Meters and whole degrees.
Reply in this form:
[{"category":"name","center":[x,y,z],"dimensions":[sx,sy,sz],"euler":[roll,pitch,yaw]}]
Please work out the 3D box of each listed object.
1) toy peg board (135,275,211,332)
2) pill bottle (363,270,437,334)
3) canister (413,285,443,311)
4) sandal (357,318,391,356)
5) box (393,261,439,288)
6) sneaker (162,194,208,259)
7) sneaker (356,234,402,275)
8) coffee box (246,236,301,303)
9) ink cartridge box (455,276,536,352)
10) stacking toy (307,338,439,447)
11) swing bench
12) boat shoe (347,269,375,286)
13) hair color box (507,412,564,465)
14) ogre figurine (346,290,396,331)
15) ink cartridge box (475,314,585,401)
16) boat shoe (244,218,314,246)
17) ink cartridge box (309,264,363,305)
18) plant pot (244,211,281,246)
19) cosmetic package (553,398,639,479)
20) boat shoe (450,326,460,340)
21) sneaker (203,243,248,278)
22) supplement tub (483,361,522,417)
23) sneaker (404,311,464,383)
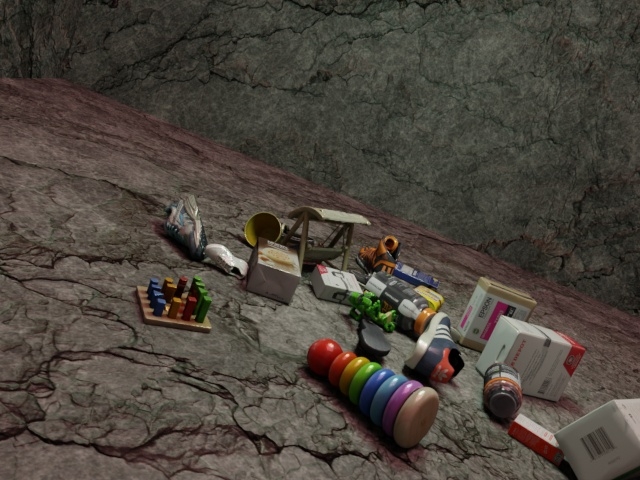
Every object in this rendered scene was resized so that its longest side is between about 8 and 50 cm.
[{"category":"toy peg board","center":[-0.345,0.137,1.457],"dimensions":[0.160,0.079,0.161],"euler":[15,16,-29]},{"category":"pill bottle","center":[0.267,0.212,2.001],"dimensions":[0.245,0.131,0.130],"euler":[34,18,38]},{"category":"canister","center":[0.380,0.225,2.242],"dimensions":[0.126,0.074,0.170],"euler":[28,14,19]},{"category":"sandal","center":[0.146,0.290,1.730],"dimensions":[0.097,0.055,0.254],"euler":[31,5,2]},{"category":"box","center":[0.396,0.152,2.591],"dimensions":[0.225,0.037,0.136],"euler":[24,15,10]},{"category":"sneaker","center":[-0.429,-0.027,1.918],"dimensions":[0.122,0.110,0.283],"euler":[-16,40,-9]},{"category":"sneaker","center":[0.248,0.055,2.430],"dimensions":[0.124,0.180,0.321],"euler":[18,15,-18]},{"category":"coffee box","center":[-0.148,0.088,1.883],"dimensions":[0.141,0.098,0.246],"euler":[20,15,-12]},{"category":"ink cartridge box","center":[0.596,0.270,2.083],"dimensions":[0.193,0.235,0.088],"euler":[19,14,-12]},{"category":"stacking toy","center":[0.100,0.329,1.389],"dimensions":[0.330,0.141,0.141],"euler":[25,13,37]},{"category":"swing bench","center":[0.000,0.000,2.105],"dimensions":[0.253,0.255,0.165],"euler":[7,21,-47]},{"category":"boat shoe","center":[0.201,0.148,2.257],"dimensions":[0.206,0.065,0.075],"euler":[26,15,12]},{"category":"hair color box","center":[0.561,0.511,1.561],"dimensions":[0.141,0.043,0.072],"euler":[30,17,27]},{"category":"ogre figurine","center":[0.151,0.213,1.887],"dimensions":[0.118,0.097,0.197],"euler":[24,5,43]},{"category":"ink cartridge box","center":[0.650,0.369,1.890],"dimensions":[0.272,0.197,0.114],"euler":[17,14,-23]},{"category":"boat shoe","center":[-0.149,-0.024,2.286],"dimensions":[0.285,0.093,0.103],"euler":[27,15,14]},{"category":"ink cartridge box","center":[0.052,0.149,2.002],"dimensions":[0.150,0.063,0.109],"euler":[15,28,-27]},{"category":"plant pot","center":[-0.198,-0.024,2.192],"dimensions":[0.134,0.134,0.095],"euler":[27,-10,16]},{"category":"cosmetic package","center":[0.787,0.506,1.539],"dimensions":[0.365,0.197,0.155],"euler":[11,44,-39]},{"category":"boat shoe","center":[0.424,0.305,2.086],"dimensions":[0.125,0.046,0.038],"euler":[19,17,20]},{"category":"sneaker","center":[-0.284,0.063,1.829],"dimensions":[0.152,0.054,0.061],"euler":[32,22,-15]},{"category":"supplement tub","center":[0.505,0.418,1.684],"dimensions":[0.106,0.106,0.198],"euler":[26,16,11]},{"category":"sneaker","center":[0.356,0.324,1.784],"dimensions":[0.148,0.131,0.350],"euler":[34,22,13]}]
